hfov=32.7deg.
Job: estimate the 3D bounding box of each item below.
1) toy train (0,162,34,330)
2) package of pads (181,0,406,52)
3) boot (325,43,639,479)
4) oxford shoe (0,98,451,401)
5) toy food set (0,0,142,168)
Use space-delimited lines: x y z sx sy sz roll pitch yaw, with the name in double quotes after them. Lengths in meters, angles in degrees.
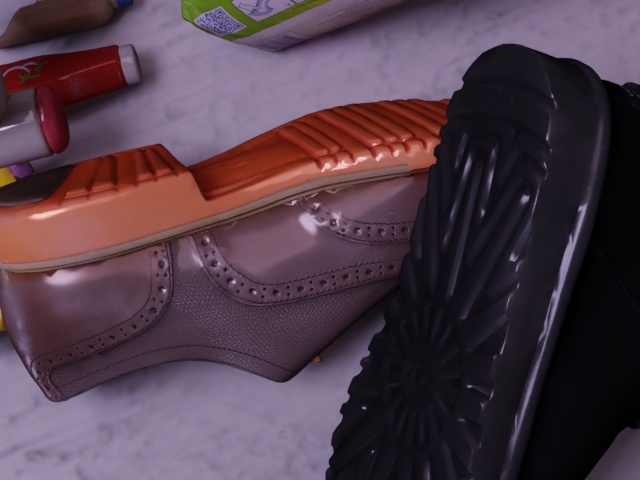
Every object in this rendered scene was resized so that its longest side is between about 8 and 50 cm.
-0.231 0.000 0.660 0.125 0.046 0.166 -7 71 3 "toy train"
0.027 -0.280 0.640 0.229 0.101 0.297 -13 72 38 "package of pads"
0.164 0.082 0.570 0.260 0.131 0.348 10 107 -25 "boot"
0.000 0.000 0.626 0.363 0.130 0.133 -11 107 -6 "oxford shoe"
-0.162 -0.126 0.642 0.104 0.111 0.232 -13 36 0 "toy food set"
